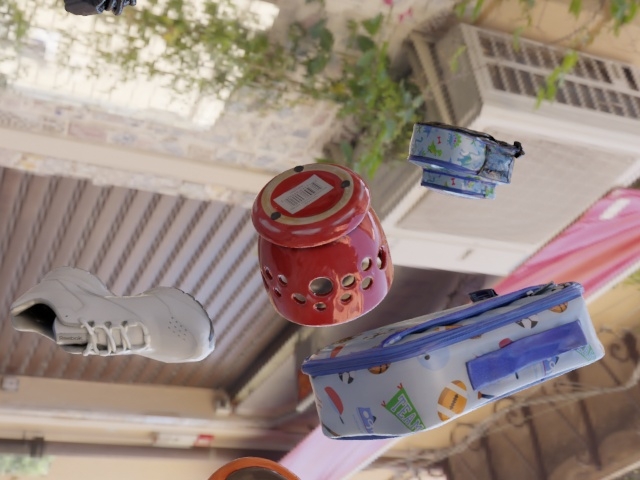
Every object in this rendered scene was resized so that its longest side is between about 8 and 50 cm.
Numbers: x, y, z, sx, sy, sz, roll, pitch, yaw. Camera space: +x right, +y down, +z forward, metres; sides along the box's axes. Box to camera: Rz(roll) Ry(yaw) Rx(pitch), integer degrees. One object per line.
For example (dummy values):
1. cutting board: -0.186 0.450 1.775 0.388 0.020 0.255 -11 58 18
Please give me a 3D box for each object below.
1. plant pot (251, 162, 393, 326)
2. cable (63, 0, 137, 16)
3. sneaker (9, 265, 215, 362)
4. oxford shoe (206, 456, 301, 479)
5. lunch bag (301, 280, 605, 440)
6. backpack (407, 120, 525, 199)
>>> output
1. plant pot: 0.000 0.000 1.339 0.191 0.191 0.174 -112 -174 -48
2. cable: -0.219 -0.314 0.999 0.184 0.047 0.150 8 -95 54
3. sneaker: -0.283 0.120 1.274 0.129 0.297 0.111 -39 133 -61
4. oxford shoe: -0.104 0.332 0.650 0.132 0.130 0.363 -54 -175 48
5. lunch bag: 0.152 0.126 1.029 0.243 0.303 0.115 -24 -97 56
6. backpack: 0.163 -0.094 1.128 0.105 0.114 0.084 19 -86 59
